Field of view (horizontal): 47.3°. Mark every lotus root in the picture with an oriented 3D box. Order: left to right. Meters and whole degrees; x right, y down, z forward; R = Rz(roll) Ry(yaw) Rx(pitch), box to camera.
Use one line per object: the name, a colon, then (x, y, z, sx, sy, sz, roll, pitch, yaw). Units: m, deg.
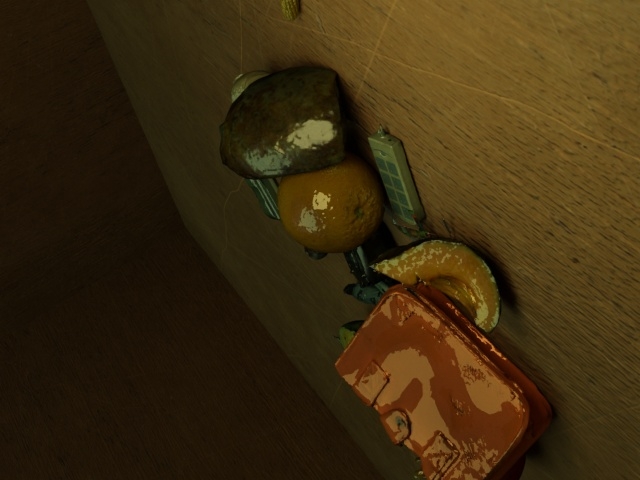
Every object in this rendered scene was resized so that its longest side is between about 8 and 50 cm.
lotus root: (-0.085, -0.237, 1.451, 0.314, 0.210, 0.142, -4, 135, 29)

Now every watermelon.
watermelon: (0.146, 0.306, 2.055, 0.204, 0.127, 0.232, 54, 162, 9)

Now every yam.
yam: (-0.001, 0.001, 1.994, 0.079, 0.079, 0.141, 54, 162, 10)

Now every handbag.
handbag: (0.238, 0.306, 1.508, 0.410, 0.116, 0.303, 47, 117, 30)

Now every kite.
kite: (0.205, -0.005, 1.415, 0.183, 0.010, 0.160, 18, 152, 47)

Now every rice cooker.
rice cooker: (0.110, 0.026, 1.657, 0.112, 0.107, 0.165, 11, 122, 64)

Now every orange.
orange: (0.020, -0.082, 1.496, 0.236, 0.236, 0.236, 50, 163, 21)

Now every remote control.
remote control: (-0.201, -0.207, 2.198, 0.335, 0.066, 0.128, 61, 162, -15)

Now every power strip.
power strip: (0.144, -0.122, 1.392, 0.080, 0.029, 0.226, 35, 154, 53)

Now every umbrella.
umbrella: (0.129, 0.142, 1.929, 0.053, 0.052, 0.250, 25, 173, -19)

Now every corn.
corn: (-0.058, -0.446, 1.344, 0.037, 0.037, 0.092, 49, 162, 26)

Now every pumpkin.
pumpkin: (0.237, 0.038, 1.338, 0.254, 0.130, 0.149, 29, 122, 13)

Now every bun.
bun: (-0.117, -0.309, 1.657, 0.167, 0.113, 0.173, 37, 155, 33)

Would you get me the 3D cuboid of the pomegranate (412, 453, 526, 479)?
pomegranate: (0.329, 0.483, 1.634, 0.220, 0.257, 0.221, 54, -165, -22)

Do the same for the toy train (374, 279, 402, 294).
toy train: (0.168, 0.109, 1.733, 0.252, 0.055, 0.048, 48, 162, 27)
